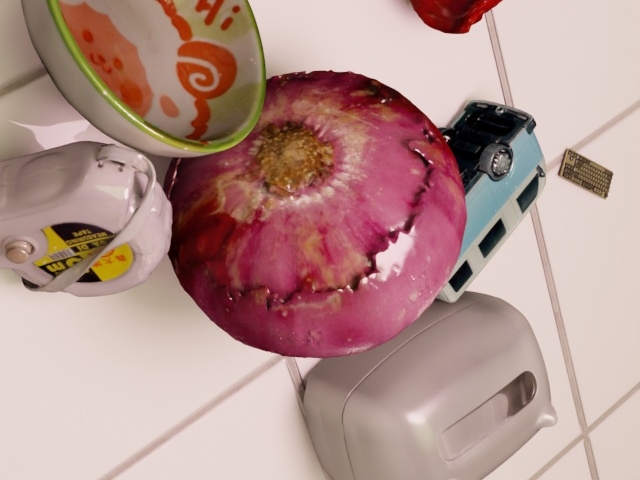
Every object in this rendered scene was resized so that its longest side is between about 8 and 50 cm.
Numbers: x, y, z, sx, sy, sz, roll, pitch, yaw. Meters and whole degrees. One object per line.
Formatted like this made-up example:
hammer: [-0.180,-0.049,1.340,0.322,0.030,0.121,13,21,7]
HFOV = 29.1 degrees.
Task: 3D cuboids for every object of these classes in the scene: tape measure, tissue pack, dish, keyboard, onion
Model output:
tape measure: [-0.264,-0.017,1.340,0.197,0.236,0.120,59,22,-48]
tissue pack: [0.164,0.223,1.720,0.333,0.236,0.229,-31,118,-30]
dish: [-0.211,-0.224,1.340,0.324,0.124,0.324,31,47,-41]
keyboard: [0.432,-0.107,1.996,0.129,0.015,0.049,21,88,-40]
onion: [0.006,-0.019,1.458,0.345,0.358,0.358,44,73,-41]

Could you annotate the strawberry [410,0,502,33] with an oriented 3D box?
strawberry: [0.205,-0.439,1.594,0.345,0.295,0.317,-61,-175,38]

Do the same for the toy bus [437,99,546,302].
toy bus: [0.204,-0.053,1.751,0.271,0.133,0.165,-49,132,-16]
